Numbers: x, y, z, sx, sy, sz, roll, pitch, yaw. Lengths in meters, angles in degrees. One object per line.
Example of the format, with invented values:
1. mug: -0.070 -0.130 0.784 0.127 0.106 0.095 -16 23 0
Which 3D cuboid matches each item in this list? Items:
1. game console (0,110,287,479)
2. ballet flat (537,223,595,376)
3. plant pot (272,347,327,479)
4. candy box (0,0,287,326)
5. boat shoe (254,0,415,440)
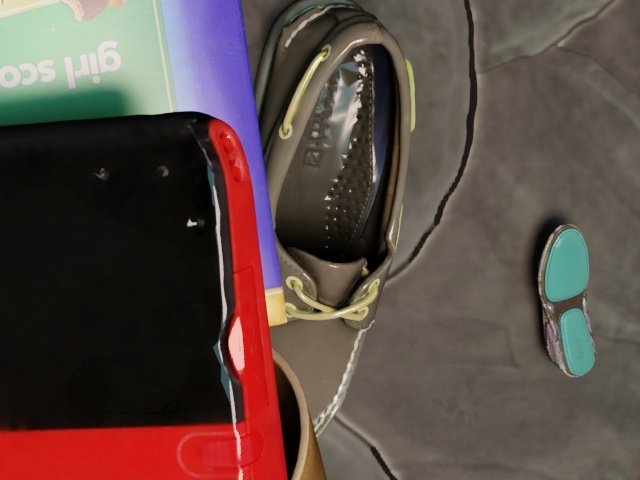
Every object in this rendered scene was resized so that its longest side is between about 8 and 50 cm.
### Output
1. game console: -0.206 0.116 0.801 0.386 0.060 0.342 -4 97 14
2. ballet flat: 0.169 0.040 1.103 0.041 0.041 0.114 -14 109 -14
3. plant pot: -0.079 0.222 0.989 0.237 0.237 0.254 -31 130 -7
4. candy box: -0.179 -0.088 0.879 0.268 0.122 0.317 -11 104 -13
5. boat shoe: -0.004 0.000 1.002 0.109 0.091 0.305 3 105 -19
